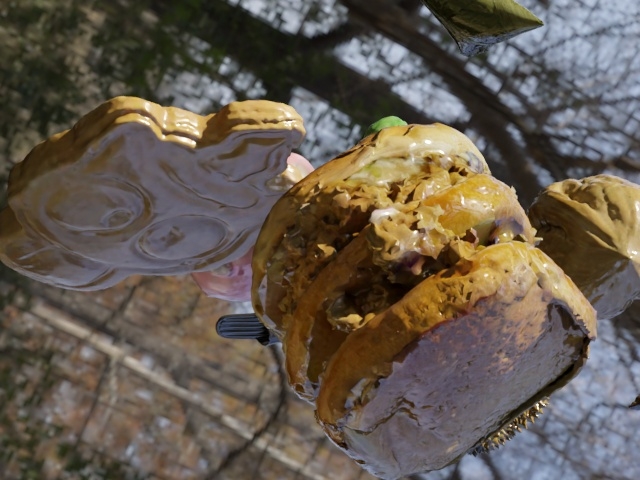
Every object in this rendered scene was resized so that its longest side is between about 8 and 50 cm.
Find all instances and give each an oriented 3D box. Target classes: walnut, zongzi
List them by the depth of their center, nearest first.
[{"bbox_3d":[0.138,-0.220,1.117,0.052,0.104,0.113,-52,-162,-15],"label":"zongzi"},{"bbox_3d":[0.289,0.007,1.308,0.155,0.155,0.184,-64,-165,1],"label":"walnut"}]

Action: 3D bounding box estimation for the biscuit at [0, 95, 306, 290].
[{"bbox_3d":[-0.164,-0.034,1.231,0.376,0.269,0.051,-28,-125,33],"label":"biscuit"}]

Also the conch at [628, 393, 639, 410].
[{"bbox_3d":[0.467,0.149,1.458,0.233,0.080,0.086,-26,-169,5],"label":"conch"}]

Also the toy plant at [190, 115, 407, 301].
[{"bbox_3d":[-0.006,0.001,1.770,0.210,0.356,0.317,-34,115,-72],"label":"toy plant"}]

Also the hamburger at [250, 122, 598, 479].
[{"bbox_3d":[0.081,0.049,0.952,0.211,0.261,0.245,50,-37,37],"label":"hamburger"}]

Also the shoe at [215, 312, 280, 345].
[{"bbox_3d":[-0.093,0.149,2.035,0.053,0.159,0.062,-92,-179,-60],"label":"shoe"}]

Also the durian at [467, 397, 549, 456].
[{"bbox_3d":[0.197,0.190,1.564,0.168,0.158,0.137,-39,-177,1],"label":"durian"}]
